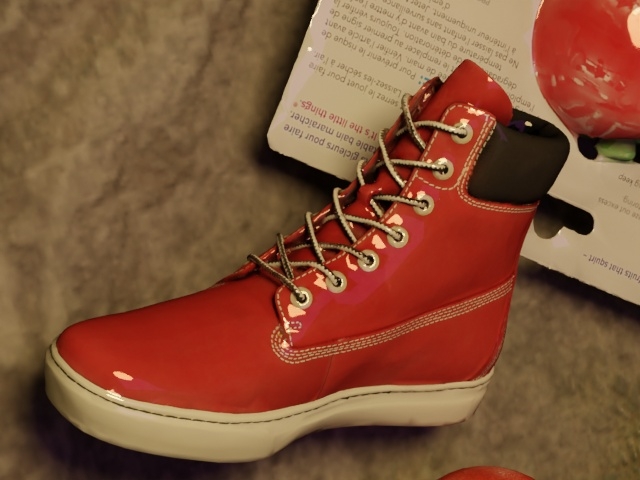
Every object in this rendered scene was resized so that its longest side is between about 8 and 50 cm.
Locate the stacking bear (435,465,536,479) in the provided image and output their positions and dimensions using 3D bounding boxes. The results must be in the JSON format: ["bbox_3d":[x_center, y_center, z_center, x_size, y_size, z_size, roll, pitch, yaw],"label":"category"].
[{"bbox_3d":[0.154,0.208,0.946,0.289,0.175,0.164,30,75,-22],"label":"stacking bear"}]

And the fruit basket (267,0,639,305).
[{"bbox_3d":[0.157,-0.158,0.975,0.327,0.165,0.353,21,94,-31],"label":"fruit basket"}]

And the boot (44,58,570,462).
[{"bbox_3d":[0.000,0.000,0.838,0.244,0.088,0.176,-5,124,-40],"label":"boot"}]
